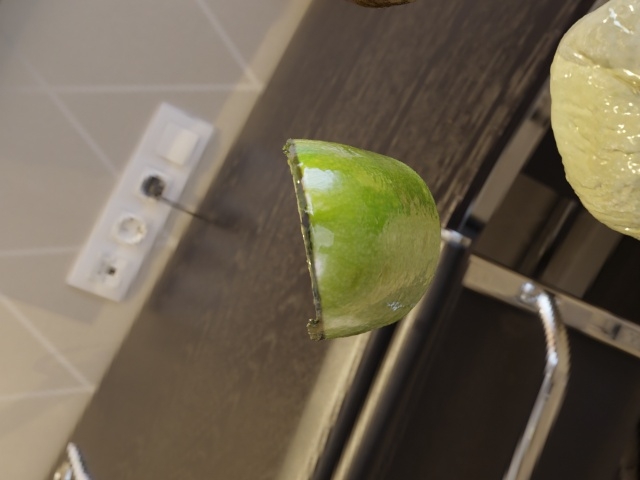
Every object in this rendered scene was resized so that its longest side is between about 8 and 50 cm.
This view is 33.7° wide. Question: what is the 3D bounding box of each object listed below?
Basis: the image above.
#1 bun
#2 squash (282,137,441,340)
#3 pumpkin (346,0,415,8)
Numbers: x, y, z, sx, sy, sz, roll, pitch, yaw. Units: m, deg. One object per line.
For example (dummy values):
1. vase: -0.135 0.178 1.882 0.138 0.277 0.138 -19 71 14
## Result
1. bun: 0.311 -0.104 0.897 0.244 0.243 0.153 -61 24 9
2. squash: 0.000 0.000 1.212 0.210 0.309 0.234 -9 87 29
3. pumpkin: 0.036 -0.272 0.778 0.312 0.169 0.148 -23 71 34
